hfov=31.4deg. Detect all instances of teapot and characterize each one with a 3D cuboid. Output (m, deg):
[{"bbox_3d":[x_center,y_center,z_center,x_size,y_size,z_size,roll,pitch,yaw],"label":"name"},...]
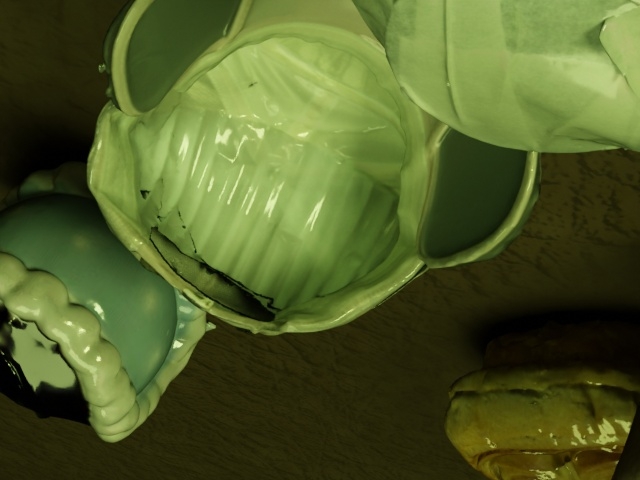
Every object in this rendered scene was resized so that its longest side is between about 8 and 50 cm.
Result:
[{"bbox_3d":[0.116,-0.109,0.454,0.221,0.178,0.163,30,150,-26],"label":"teapot"}]

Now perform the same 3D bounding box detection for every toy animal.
[{"bbox_3d":[-0.189,0.033,0.879,0.208,0.204,0.156,35,137,3],"label":"toy animal"}]

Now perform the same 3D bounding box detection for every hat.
[{"bbox_3d":[-0.004,-0.074,0.636,0.232,0.161,0.275,24,128,-10],"label":"hat"}]

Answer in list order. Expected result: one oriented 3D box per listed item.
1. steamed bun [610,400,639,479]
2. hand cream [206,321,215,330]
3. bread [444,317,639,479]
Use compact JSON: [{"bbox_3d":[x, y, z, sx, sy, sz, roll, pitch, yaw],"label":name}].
[{"bbox_3d":[0.309,0.150,0.747,0.199,0.251,0.301,-12,133,41],"label":"steamed bun"},{"bbox_3d":[-0.202,0.049,1.085,0.216,0.038,0.052,30,177,-32],"label":"hand cream"},{"bbox_3d":[0.221,0.150,0.938,0.236,0.120,0.198,-11,143,41],"label":"bread"}]
